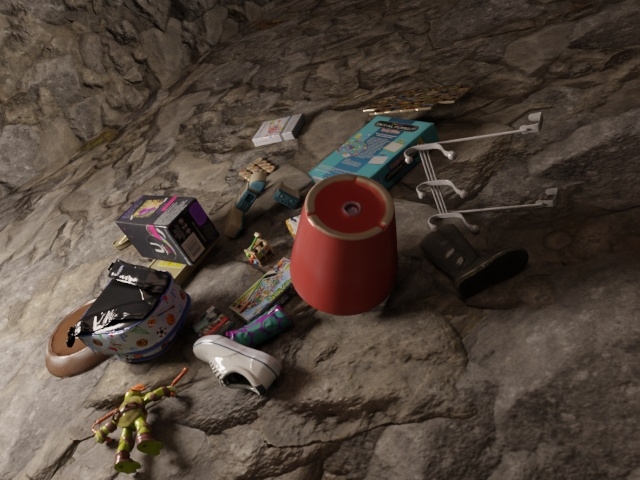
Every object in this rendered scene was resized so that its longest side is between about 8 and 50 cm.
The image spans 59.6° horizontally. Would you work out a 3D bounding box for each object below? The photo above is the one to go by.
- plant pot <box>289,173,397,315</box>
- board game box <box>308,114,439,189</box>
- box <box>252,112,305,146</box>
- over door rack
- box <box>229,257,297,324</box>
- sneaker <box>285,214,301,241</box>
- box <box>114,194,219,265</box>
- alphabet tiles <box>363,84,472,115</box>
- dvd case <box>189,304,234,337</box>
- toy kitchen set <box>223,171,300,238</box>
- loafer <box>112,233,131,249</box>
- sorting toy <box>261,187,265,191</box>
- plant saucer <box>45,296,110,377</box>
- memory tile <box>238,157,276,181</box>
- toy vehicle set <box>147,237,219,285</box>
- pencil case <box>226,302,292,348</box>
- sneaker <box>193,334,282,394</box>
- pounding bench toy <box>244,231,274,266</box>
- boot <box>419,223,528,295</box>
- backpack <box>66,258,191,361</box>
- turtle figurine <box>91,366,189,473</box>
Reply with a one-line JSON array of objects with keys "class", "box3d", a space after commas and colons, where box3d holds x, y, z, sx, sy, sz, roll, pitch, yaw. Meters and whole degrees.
[{"class": "plant pot", "box3d": [0.061, -0.002, 1.289, 0.275, 0.243, 0.274, 1, 52, -1]}, {"class": "board game box", "box3d": [0.168, -0.261, 1.768, 0.336, 0.079, 0.254, -41, 37, -20]}, {"class": "box", "box3d": [-0.167, -0.446, 2.257, 0.186, 0.038, 0.145, -6, 40, 28]}, {"class": "over door rack", "box3d": [0.388, -0.145, 1.339, 0.325, 0.239, 0.108, -12, 36, 21]}, {"class": "box", "box3d": [-0.131, 0.138, 1.488, 0.207, 0.036, 0.114, -43, 38, -22]}, {"class": "sneaker", "box3d": [0.000, 0.000, 1.518, 0.131, 0.111, 0.296, -24, 38, -4]}, {"class": "box", "box3d": [-0.483, -0.037, 1.760, 0.271, 0.165, 0.143, 6, 46, 38]}, {"class": "alphabet tiles", "box3d": [0.335, -0.489, 1.946, 0.343, 0.011, 0.285, 3, 29, 35]}, {"class": "dvd case", "box3d": [-0.294, 0.226, 1.500, 0.087, 0.013, 0.119, -40, 38, -19]}, {"class": "toy kitchen set", "box3d": [-0.187, -0.092, 1.799, 0.207, 0.166, 0.122, -52, 22, 31]}, {"class": "loafer", "box3d": [-0.698, -0.020, 2.043, 0.148, 0.050, 0.056, -35, 36, -12]}, {"class": "sorting toy", "box3d": [-0.230, -0.188, 1.962, 0.061, 0.042, 0.101, -9, 39, 24]}, {"class": "plant saucer", "box3d": [-0.696, 0.269, 1.677, 0.311, 0.050, 0.310, -18, 35, 13]}, {"class": "memory tile", "box3d": [-0.237, -0.261, 2.087, 0.113, 0.012, 0.148, -36, 36, -13]}, {"class": "toy vehicle set", "box3d": [-0.462, 0.068, 1.790, 0.166, 0.035, 0.266, 4, 45, 37]}, {"class": "pencil case", "box3d": [-0.149, 0.215, 1.371, 0.152, 0.070, 0.064, -31, 32, -6]}, {"class": "sneaker", "box3d": [-0.214, 0.289, 1.298, 0.258, 0.094, 0.091, 5, 42, 36]}, {"class": "pounding bench toy", "box3d": [-0.187, 0.025, 1.627, 0.052, 0.083, 0.065, 17, 53, 45]}, {"class": "boot", "box3d": [0.352, 0.025, 1.305, 0.190, 0.076, 0.208, -23, 28, 2]}, {"class": "backpack", "box3d": [-0.483, 0.198, 1.491, 0.264, 0.213, 0.276, -12, 43, 34]}, {"class": "turtle figurine", "box3d": [-0.418, 0.405, 1.286, 0.270, 0.087, 0.217, -30, 35, -4]}]
